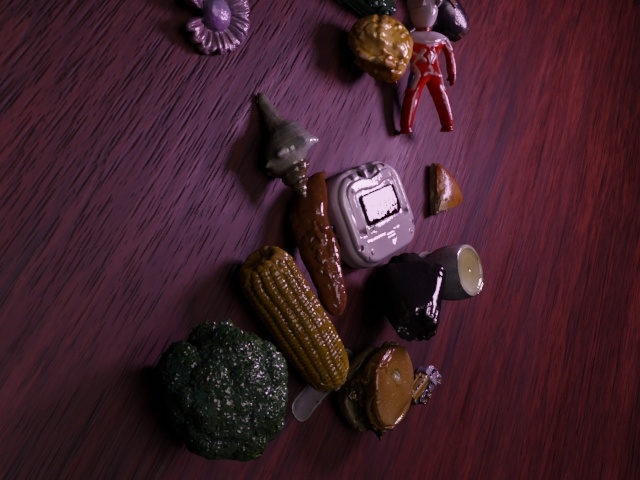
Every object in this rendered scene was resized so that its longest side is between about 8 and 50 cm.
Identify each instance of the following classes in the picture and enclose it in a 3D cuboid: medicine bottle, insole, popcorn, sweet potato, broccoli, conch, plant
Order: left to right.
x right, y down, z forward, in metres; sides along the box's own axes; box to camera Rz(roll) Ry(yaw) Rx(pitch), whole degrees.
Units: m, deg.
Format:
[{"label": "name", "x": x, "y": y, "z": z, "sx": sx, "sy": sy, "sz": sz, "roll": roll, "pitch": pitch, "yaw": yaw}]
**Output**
[{"label": "broccoli", "x": -0.175, "y": 0.263, "z": 1.255, "sx": 0.270, "sy": 0.270, "sz": 0.269, "roll": -55, "pitch": 127, "yaw": -75}, {"label": "conch", "x": -0.060, "y": -0.207, "z": 1.513, "sx": 0.137, "sy": 0.114, "sz": 0.233, "roll": 27, "pitch": 58, "yaw": -54}, {"label": "sweet potato", "x": -0.013, "y": -0.005, "z": 1.516, "sx": 0.106, "sy": 0.095, "sz": 0.354, "roll": 7, "pitch": 62, "yaw": -30}, {"label": "insole", "x": 0.009, "y": 0.320, "z": 1.561, "sx": 0.232, "sy": 0.003, "sz": 0.080, "roll": -39, "pitch": 110, "yaw": -41}, {"label": "popcorn", "x": 0.147, "y": -0.481, "z": 1.733, "sx": 0.170, "sy": 0.180, "sz": 0.180, "roll": -48, "pitch": 124, "yaw": 6}, {"label": "plant", "x": 0.220, "y": 0.125, "z": 1.666, "sx": 0.256, "sy": 0.165, "sz": 0.141, "roll": -93, "pitch": -178, "yaw": -56}, {"label": "medicine bottle", "x": 0.335, "y": 0.087, "z": 1.827, "sx": 0.147, "sy": 0.143, "sz": 0.147, "roll": 15, "pitch": 70, "yaw": -47}]

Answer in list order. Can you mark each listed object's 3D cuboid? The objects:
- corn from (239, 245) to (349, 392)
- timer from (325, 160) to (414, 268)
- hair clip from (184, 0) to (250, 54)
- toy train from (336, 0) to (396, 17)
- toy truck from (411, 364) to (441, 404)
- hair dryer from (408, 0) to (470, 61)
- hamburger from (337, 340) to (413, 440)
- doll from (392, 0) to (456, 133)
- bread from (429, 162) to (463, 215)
[{"label": "corn", "x": -0.046, "y": 0.171, "z": 1.447, "sx": 0.131, "sy": 0.131, "sz": 0.344, "roll": -50, "pitch": 118, "yaw": -38}, {"label": "timer", "x": 0.123, "y": -0.065, "z": 1.682, "sx": 0.262, "sy": 0.087, "sz": 0.236, "roll": -27, "pitch": 101, "yaw": -44}, {"label": "hair clip", "x": -0.224, "y": -0.538, "z": 1.432, "sx": 0.173, "sy": 0.069, "sz": 0.300, "roll": -9, "pitch": 90, "yaw": -45}, {"label": "toy train", "x": 0.117, "y": -0.619, "z": 1.761, "sx": 0.170, "sy": 0.111, "sz": 0.071, "roll": 23, "pitch": 68, "yaw": -44}, {"label": "toy truck", "x": 0.255, "y": 0.369, "z": 1.763, "sx": 0.123, "sy": 0.052, "sz": 0.062, "roll": -44, "pitch": 107, "yaw": -38}, {"label": "hair dryer", "x": 0.251, "y": -0.600, "z": 1.914, "sx": 0.304, "sy": 0.120, "sz": 0.359, "roll": 41, "pitch": 65, "yaw": -22}, {"label": "hamburger", "x": 0.134, "y": 0.335, "z": 1.602, "sx": 0.215, "sy": 0.122, "sz": 0.189, "roll": -48, "pitch": 123, "yaw": -42}, {"label": "doll", "x": 0.277, "y": -0.477, "z": 1.844, "sx": 0.189, "sy": 0.099, "sz": 0.383, "roll": -3, "pitch": 100, "yaw": -19}, {"label": "bread", "x": 0.362, "y": -0.132, "z": 1.958, "sx": 0.136, "sy": 0.054, "sz": 0.154, "roll": 18, "pitch": 73, "yaw": -45}]
